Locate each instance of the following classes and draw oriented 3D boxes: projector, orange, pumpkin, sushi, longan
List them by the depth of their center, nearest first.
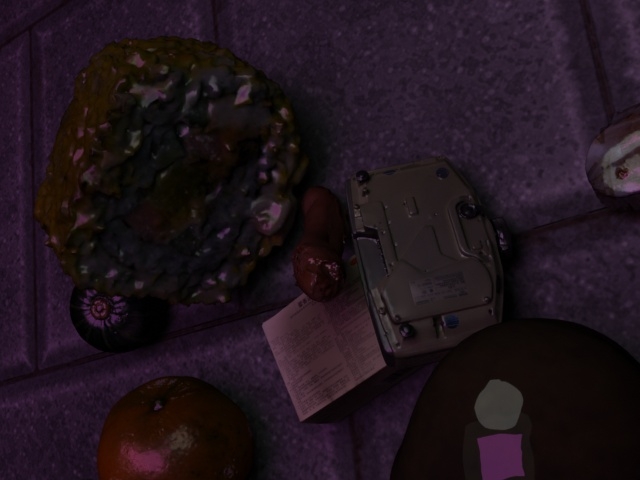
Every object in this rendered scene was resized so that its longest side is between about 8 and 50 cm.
[{"bbox_3d":[0.223,0.239,0.865,0.319,0.319,0.319,-8,76,36],"label":"longan"},{"bbox_3d":[0.145,0.017,1.049,0.193,0.088,0.269,-12,61,-1],"label":"projector"},{"bbox_3d":[-0.220,0.307,1.235,0.240,0.240,0.171,24,132,38],"label":"orange"},{"bbox_3d":[-0.214,-0.107,1.242,0.240,0.351,0.396,41,111,56],"label":"sushi"},{"bbox_3d":[-0.359,0.118,1.436,0.167,0.125,0.167,-1,82,6],"label":"pumpkin"}]

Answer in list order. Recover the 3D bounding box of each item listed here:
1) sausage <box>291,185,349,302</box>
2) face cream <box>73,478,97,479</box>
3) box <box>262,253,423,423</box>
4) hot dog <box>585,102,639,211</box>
[{"bbox_3d":[0.001,-0.001,1.143,0.078,0.078,0.304,-49,13,19],"label":"sausage"},{"bbox_3d":[-0.271,0.467,1.292,0.370,0.145,0.145,-6,77,35],"label":"face cream"},{"bbox_3d":[0.041,0.135,1.150,0.212,0.095,0.168,-38,62,24],"label":"box"},{"bbox_3d":[0.430,-0.113,0.919,0.268,0.075,0.144,-11,69,39],"label":"hot dog"}]
